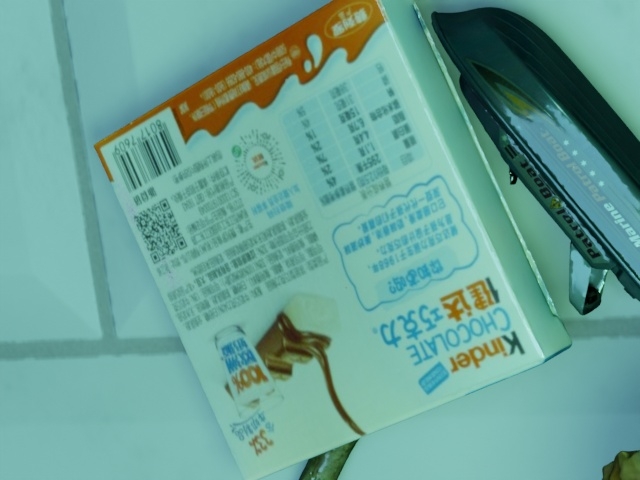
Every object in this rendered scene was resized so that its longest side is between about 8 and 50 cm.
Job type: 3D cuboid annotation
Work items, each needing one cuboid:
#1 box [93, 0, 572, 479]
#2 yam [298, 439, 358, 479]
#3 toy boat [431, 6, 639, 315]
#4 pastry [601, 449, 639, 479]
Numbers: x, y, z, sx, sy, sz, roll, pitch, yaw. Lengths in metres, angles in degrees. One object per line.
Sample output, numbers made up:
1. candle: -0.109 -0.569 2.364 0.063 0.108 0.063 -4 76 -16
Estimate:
1. box: 0.000 0.000 1.308 0.273 0.048 0.265 -25 87 37
2. yam: -0.020 0.208 1.408 0.029 0.027 0.234 23 114 -10
3. toy boat: 0.150 -0.051 1.232 0.103 0.093 0.246 -42 83 19
4. pastry: 0.357 0.170 1.073 0.405 0.292 0.337 -50 62 18
